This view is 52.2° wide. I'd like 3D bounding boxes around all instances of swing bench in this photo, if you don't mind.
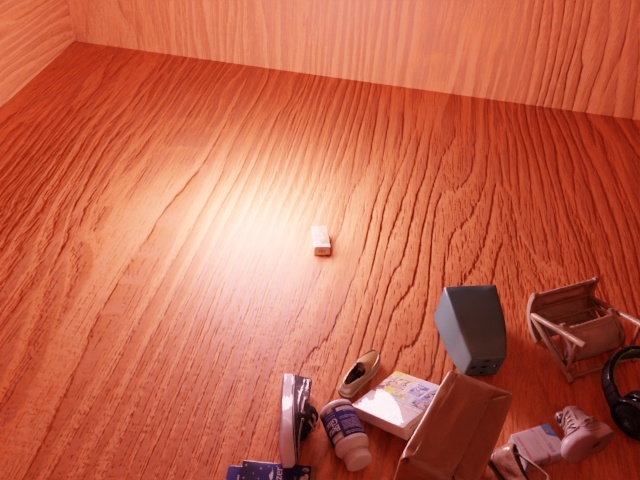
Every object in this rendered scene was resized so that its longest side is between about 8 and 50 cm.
[{"bbox_3d":[0.804,0.265,2.001,0.253,0.165,0.255,-11,38,-17],"label":"swing bench"}]

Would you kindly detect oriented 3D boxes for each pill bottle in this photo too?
[{"bbox_3d":[0.069,0.506,1.697,0.094,0.094,0.169,-12,43,-18],"label":"pill bottle"}]

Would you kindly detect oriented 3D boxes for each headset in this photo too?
[{"bbox_3d":[0.931,0.458,1.766,0.243,0.185,0.394,-5,56,-11],"label":"headset"}]

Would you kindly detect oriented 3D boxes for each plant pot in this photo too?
[{"bbox_3d":[0.458,0.277,1.955,0.165,0.166,0.234,-1,49,-7],"label":"plant pot"}]

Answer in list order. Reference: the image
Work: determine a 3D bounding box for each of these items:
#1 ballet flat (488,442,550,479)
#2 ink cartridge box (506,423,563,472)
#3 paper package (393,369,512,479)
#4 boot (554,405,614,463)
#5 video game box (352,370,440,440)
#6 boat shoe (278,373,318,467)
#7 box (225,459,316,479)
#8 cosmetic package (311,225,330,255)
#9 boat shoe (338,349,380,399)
[{"bbox_3d":[0.528,0.624,1.583,0.106,0.107,0.316,-37,49,2],"label":"ballet flat"},{"bbox_3d":[0.570,0.549,1.729,0.122,0.052,0.089,-9,43,-18],"label":"ink cartridge box"},{"bbox_3d":[0.295,0.519,1.528,0.168,0.325,0.309,24,45,20],"label":"paper package"},{"bbox_3d":[0.663,0.504,1.720,0.258,0.095,0.123,10,20,-46],"label":"boot"},{"bbox_3d":[0.218,0.439,1.762,0.187,0.048,0.205,-31,23,-31],"label":"video game box"},{"bbox_3d":[-0.055,0.469,1.718,0.102,0.108,0.301,6,27,-5],"label":"boat shoe"},{"bbox_3d":[-0.126,0.613,1.602,0.225,0.037,0.136,4,41,1],"label":"box"},{"bbox_3d":[0.000,0.000,2.314,0.060,0.041,0.115,-2,41,-7],"label":"cosmetic package"},{"bbox_3d":[0.119,0.371,1.874,0.068,0.072,0.190,23,44,20],"label":"boat shoe"}]
